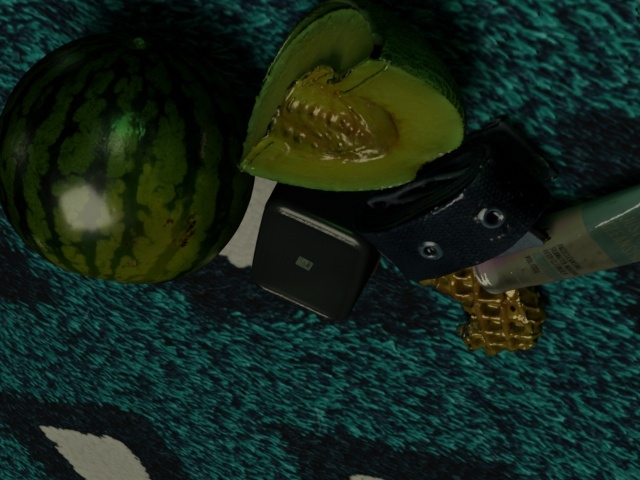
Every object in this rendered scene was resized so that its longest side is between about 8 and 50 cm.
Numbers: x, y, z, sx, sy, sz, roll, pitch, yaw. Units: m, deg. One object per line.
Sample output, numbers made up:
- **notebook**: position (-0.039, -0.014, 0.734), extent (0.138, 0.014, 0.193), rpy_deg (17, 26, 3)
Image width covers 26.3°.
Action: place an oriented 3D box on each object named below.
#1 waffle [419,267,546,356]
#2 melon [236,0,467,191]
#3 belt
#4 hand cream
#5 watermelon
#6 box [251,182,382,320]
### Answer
- **waffle**: position (0.181, 0.068, 1.621), extent (0.194, 0.051, 0.149), rpy_deg (44, 142, -22)
- **melon**: position (0.050, -0.148, 1.381), extent (0.169, 0.129, 0.265), rpy_deg (19, 149, -27)
- **belt**: position (0.146, -0.024, 1.460), extent (0.128, 0.122, 0.218), rpy_deg (41, 143, -23)
- **hand cream**: position (0.299, -0.004, 1.428), extent (0.312, 0.070, 0.111), rpy_deg (-19, 125, 45)
- **watermelon**: position (-0.210, -0.086, 1.493), extent (0.285, 0.285, 0.285), rpy_deg (19, 145, 14)
- **box**: position (0.000, 0.000, 1.627), extent (0.144, 0.090, 0.201), rpy_deg (25, 146, 4)
